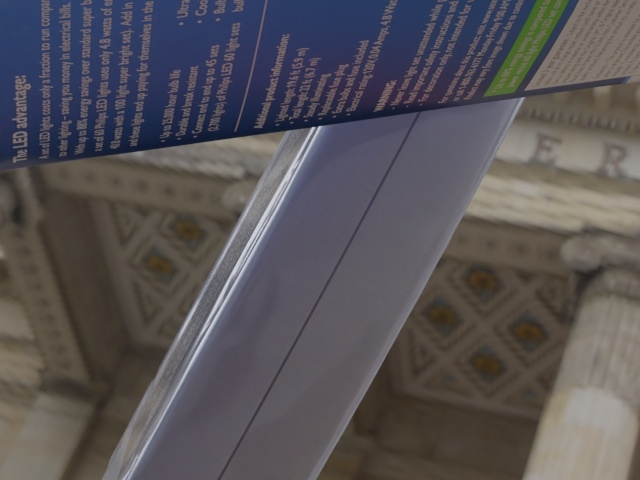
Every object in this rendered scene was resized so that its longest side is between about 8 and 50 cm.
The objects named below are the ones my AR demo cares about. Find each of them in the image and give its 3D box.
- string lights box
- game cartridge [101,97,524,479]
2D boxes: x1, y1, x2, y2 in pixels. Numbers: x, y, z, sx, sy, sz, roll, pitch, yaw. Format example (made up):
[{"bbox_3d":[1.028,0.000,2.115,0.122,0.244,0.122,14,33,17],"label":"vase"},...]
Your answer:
[{"bbox_3d":[-0.012,-0.084,0.373,0.259,0.077,0.133,-8,-23,-13],"label":"string lights box"},{"bbox_3d":[0.000,0.000,0.572,0.062,0.297,0.198,28,5,-9],"label":"game cartridge"}]
